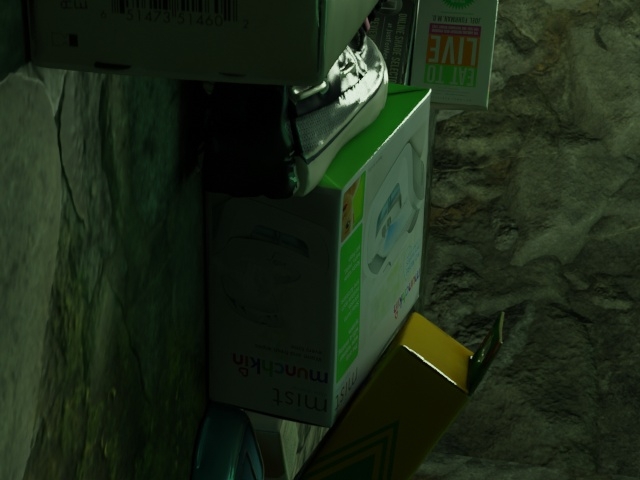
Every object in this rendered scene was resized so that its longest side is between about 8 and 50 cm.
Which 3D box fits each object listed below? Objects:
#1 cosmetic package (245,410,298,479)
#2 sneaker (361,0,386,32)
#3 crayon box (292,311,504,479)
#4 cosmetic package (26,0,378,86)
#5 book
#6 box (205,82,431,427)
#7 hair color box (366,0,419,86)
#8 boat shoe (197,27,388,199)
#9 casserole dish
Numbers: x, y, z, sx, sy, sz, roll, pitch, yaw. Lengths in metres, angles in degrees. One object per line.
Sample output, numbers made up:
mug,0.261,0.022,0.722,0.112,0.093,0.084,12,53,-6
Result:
cosmetic package,-0.051,0.202,1.375,0.115,0.041,0.060,85,15,-51
sneaker,0.077,-0.311,1.526,0.104,0.147,0.295,79,20,-68
crayon box,0.050,0.186,1.226,0.318,0.081,0.202,-55,176,8
cosmetic package,-0.045,-0.187,0.786,0.309,0.160,0.113,-67,160,-65
book,0.162,-0.231,1.605,0.035,0.096,0.144,53,43,-76
box,0.000,0.000,1.203,0.262,0.127,0.231,-48,144,-58
hair color box,0.074,-0.162,1.736,0.339,0.110,0.185,80,17,-63
boat shoe,-0.013,-0.167,1.100,0.340,0.127,0.158,-68,162,-62
casserole dish,-0.082,0.221,1.211,0.188,0.037,0.114,83,16,-58
